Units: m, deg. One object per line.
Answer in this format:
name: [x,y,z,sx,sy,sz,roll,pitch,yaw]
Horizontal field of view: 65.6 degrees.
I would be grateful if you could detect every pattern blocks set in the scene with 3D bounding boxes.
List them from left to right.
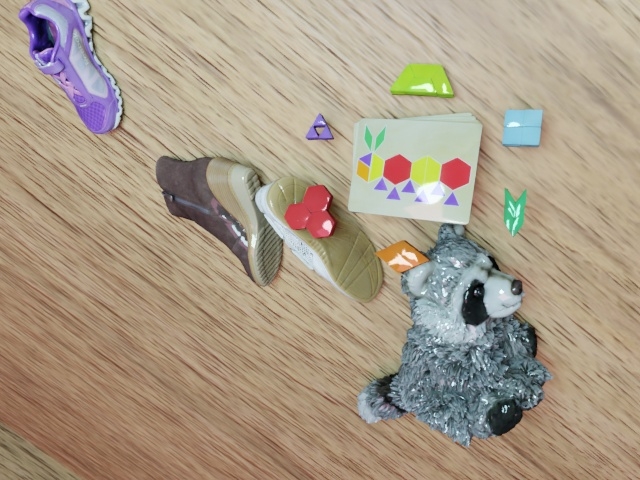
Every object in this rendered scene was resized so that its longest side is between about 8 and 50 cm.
pattern blocks set: [0.123,-0.100,0.686,0.325,0.026,0.285,17,93,21]

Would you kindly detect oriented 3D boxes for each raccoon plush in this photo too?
raccoon plush: [0.148,0.169,0.829,0.446,0.216,0.299,-32,98,32]

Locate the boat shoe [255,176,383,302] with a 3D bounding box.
boat shoe: [0.000,0.000,0.843,0.277,0.098,0.096,48,158,-24]

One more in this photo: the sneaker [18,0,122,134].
sneaker: [-0.409,-0.281,0.804,0.095,0.104,0.236,-1,121,18]

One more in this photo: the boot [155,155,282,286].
boot: [-0.183,-0.038,0.901,0.207,0.090,0.248,9,125,29]
